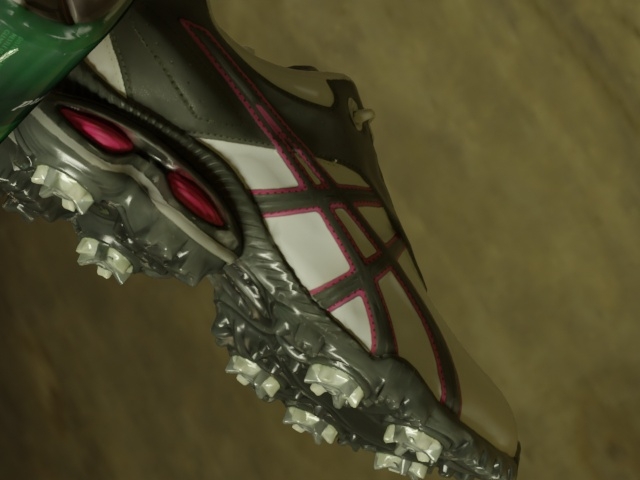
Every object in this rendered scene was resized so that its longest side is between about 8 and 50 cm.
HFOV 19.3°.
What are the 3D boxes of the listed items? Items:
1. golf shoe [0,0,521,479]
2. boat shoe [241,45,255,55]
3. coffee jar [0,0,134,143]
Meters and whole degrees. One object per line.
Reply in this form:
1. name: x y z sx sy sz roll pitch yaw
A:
1. golf shoe: 0.000 0.000 0.731 0.273 0.120 0.105 42 157 -29
2. boat shoe: -0.063 -0.067 0.992 0.035 0.100 0.035 17 148 8
3. coffee jar: -0.130 -0.057 0.597 0.079 0.096 0.184 38 135 -16
